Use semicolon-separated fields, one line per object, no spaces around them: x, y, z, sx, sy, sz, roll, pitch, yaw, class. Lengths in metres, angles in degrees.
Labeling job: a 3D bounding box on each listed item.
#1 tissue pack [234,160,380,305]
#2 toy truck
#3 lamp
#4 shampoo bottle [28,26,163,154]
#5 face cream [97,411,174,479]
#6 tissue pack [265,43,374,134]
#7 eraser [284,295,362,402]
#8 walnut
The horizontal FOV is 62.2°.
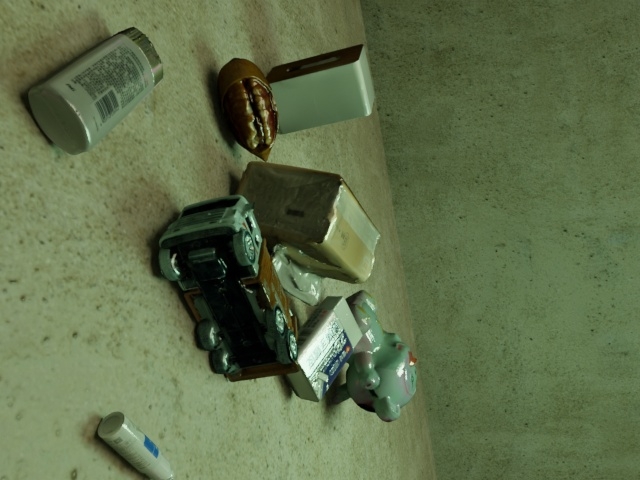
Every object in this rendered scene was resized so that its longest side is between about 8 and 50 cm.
-0.031;0.006;1.090;0.305;0.239;0.238;45;39;-64;tissue pack
-0.129;0.073;0.848;0.162;0.137;0.305;-87;163;-56;toy truck
0.107;0.312;1.372;0.301;0.248;0.247;56;16;-4;lamp
-0.270;-0.196;0.667;0.227;0.056;0.086;-78;150;-52;shampoo bottle
-0.214;0.253;0.632;0.034;0.034;0.130;-80;154;-48;face cream
-0.001;-0.376;1.325;0.159;0.246;0.135;-76;153;-55;tissue pack
0.004;0.232;1.163;0.210;0.068;0.124;-47;119;-42;eraser
-0.139;-0.254;1.041;0.116;0.116;0.207;-57;135;-66;walnut
